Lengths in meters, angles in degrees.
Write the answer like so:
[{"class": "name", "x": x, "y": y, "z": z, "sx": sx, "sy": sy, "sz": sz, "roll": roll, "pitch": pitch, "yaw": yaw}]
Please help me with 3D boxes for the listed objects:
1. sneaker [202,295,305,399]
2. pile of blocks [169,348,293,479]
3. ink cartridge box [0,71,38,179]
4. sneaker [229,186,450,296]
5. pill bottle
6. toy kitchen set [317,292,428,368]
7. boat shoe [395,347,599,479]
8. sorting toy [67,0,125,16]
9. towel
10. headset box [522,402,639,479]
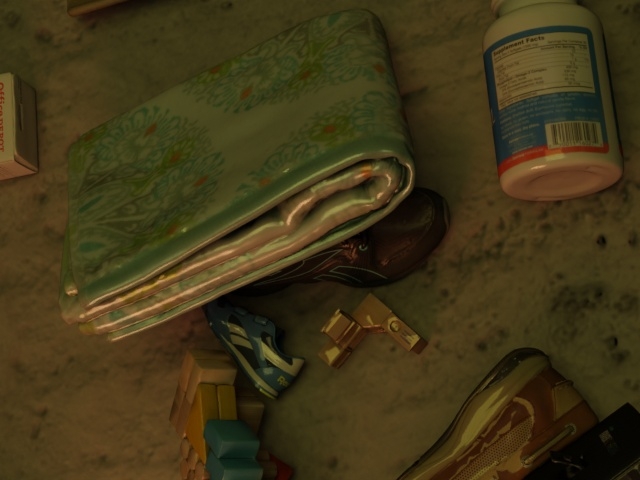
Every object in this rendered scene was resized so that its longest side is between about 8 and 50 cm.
[{"class": "sneaker", "x": -0.072, "y": 0.096, "z": 1.596, "sx": 0.059, "sy": 0.053, "sz": 0.144, "roll": -41, "pitch": 76, "yaw": 6}, {"class": "pile of blocks", "x": -0.065, "y": 0.283, "z": 1.502, "sx": 0.149, "sy": 0.113, "sz": 0.362, "roll": -25, "pitch": 65, "yaw": 57}, {"class": "ink cartridge box", "x": -0.403, "y": -0.121, "z": 1.755, "sx": 0.150, "sy": 0.063, "sz": 0.109, "roll": -10, "pitch": 73, "yaw": 15}, {"class": "sneaker", "x": 0.000, "y": 0.000, "z": 1.568, "sx": 0.267, "sy": 0.106, "sz": 0.101, "roll": -15, "pitch": 71, "yaw": 13}, {"class": "pill bottle", "x": 0.227, "y": -0.160, "z": 1.523, "sx": 0.124, "sy": 0.124, "sz": 0.221, "roll": -10, "pitch": 72, "yaw": 16}, {"class": "toy kitchen set", "x": 0.047, "y": 0.105, "z": 1.543, "sx": 0.075, "sy": 0.068, "sz": 0.083, "roll": 41, "pitch": 92, "yaw": 23}, {"class": "boat shoe", "x": 0.136, "y": 0.253, "z": 1.449, "sx": 0.120, "sy": 0.122, "sz": 0.324, "roll": 40, "pitch": 91, "yaw": 18}, {"class": "sorting toy", "x": -0.159, "y": -0.389, "z": 1.761, "sx": 0.307, "sy": 0.041, "sz": 0.229, "roll": -14, "pitch": 68, "yaw": 14}, {"class": "towel", "x": -0.092, "y": -0.079, "z": 1.545, "sx": 0.374, "sy": 0.090, "sz": 0.320, "roll": -24, "pitch": 35, "yaw": 11}, {"class": "headset box", "x": 0.293, "y": 0.281, "z": 1.277, "sx": 0.131, "sy": 0.246, "sz": 0.283, "roll": -37, "pitch": 89, "yaw": 5}]
